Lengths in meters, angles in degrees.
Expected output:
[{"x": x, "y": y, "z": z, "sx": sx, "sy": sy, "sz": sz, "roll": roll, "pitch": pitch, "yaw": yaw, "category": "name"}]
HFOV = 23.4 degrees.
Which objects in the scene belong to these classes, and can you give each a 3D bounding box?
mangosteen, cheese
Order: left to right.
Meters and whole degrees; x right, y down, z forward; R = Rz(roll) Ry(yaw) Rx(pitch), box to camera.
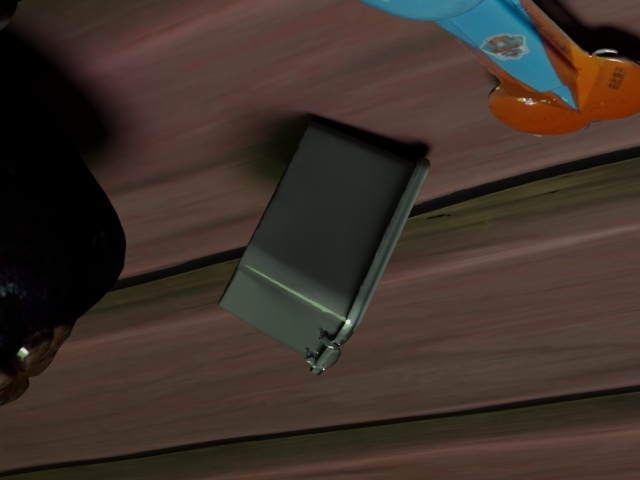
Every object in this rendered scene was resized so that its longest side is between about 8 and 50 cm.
[{"x": -0.232, "y": -0.009, "z": 0.809, "sx": 0.243, "sy": 0.243, "sz": 0.243, "roll": 10, "pitch": 153, "yaw": 5, "category": "mangosteen"}, {"x": 0.053, "y": -0.113, "z": 0.662, "sx": 0.106, "sy": 0.037, "sz": 0.256, "roll": -12, "pitch": 146, "yaw": 41, "category": "cheese"}]

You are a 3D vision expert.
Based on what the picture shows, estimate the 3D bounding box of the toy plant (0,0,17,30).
[{"x": -0.140, "y": -0.162, "z": 0.529, "sx": 0.235, "sy": 0.175, "sz": 0.218, "roll": -23, "pitch": 153, "yaw": 6, "category": "toy plant"}]

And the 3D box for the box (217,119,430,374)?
[{"x": 0.000, "y": 0.000, "z": 0.815, "sx": 0.069, "sy": 0.122, "sz": 0.084, "roll": 28, "pitch": 150, "yaw": -4, "category": "box"}]
